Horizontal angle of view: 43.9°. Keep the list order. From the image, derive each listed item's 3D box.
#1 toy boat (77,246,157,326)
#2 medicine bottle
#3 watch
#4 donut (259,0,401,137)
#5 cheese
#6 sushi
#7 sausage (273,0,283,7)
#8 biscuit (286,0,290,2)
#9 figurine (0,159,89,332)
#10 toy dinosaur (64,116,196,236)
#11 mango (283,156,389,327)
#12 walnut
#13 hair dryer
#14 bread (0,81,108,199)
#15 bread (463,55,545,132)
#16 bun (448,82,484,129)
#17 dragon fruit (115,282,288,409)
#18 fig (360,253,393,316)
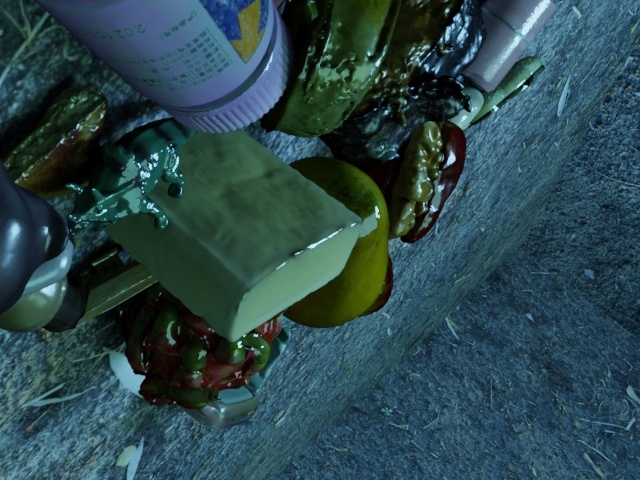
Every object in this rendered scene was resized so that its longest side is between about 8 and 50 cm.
[{"bbox_3d":[-0.293,0.051,1.107,0.206,0.072,0.064,-30,170,-21],"label":"toy boat"},{"bbox_3d":[-0.143,-0.231,0.761,0.178,0.178,0.291,-50,159,-1],"label":"medicine bottle"},{"bbox_3d":[-0.166,0.236,1.610,0.241,0.162,0.253,-61,159,9],"label":"watch"},{"bbox_3d":[0.012,-0.245,0.962,0.272,0.107,0.272,-163,-90,-75],"label":"donut"},{"bbox_3d":[-0.121,-0.025,1.048,0.242,0.265,0.124,-27,148,-47],"label":"cheese"},{"bbox_3d":[0.117,-0.273,1.179,0.348,0.234,0.207,-51,159,-9],"label":"sushi"},{"bbox_3d":[-0.100,-0.272,0.951,0.154,0.062,0.062,-49,160,-5],"label":"sausage"},{"bbox_3d":[-0.055,-0.369,0.860,0.203,0.016,0.144,24,92,-58],"label":"biscuit"},{"bbox_3d":[-0.333,0.002,0.761,0.365,0.218,0.206,15,96,-80],"label":"figurine"},{"bbox_3d":[-0.199,-0.087,0.940,0.292,0.079,0.120,-46,147,-53],"label":"toy dinosaur"},{"bbox_3d":[0.000,0.000,1.347,0.221,0.264,0.378,-37,164,-28],"label":"mango"},{"bbox_3d":[0.158,-0.113,1.508,0.222,0.244,0.269,9,104,-18],"label":"walnut"},{"bbox_3d":[0.388,-0.412,1.686,0.210,0.125,0.352,-53,167,12],"label":"hair dryer"},{"bbox_3d":[-0.288,-0.093,0.885,0.154,0.054,0.136,-46,165,-12],"label":"bread"},{"bbox_3d":[0.406,-0.341,1.814,0.286,0.056,0.207,-42,-174,-24],"label":"bread"},{"bbox_3d":[0.251,-0.262,1.649,0.183,0.102,0.183,-49,-175,6],"label":"bun"},{"bbox_3d":[-0.187,0.135,1.261,0.303,0.231,0.237,-45,174,16],"label":"dragon fruit"},{"bbox_3d":[0.016,0.082,1.782,0.290,0.190,0.190,-5,151,-2],"label":"fig"}]
